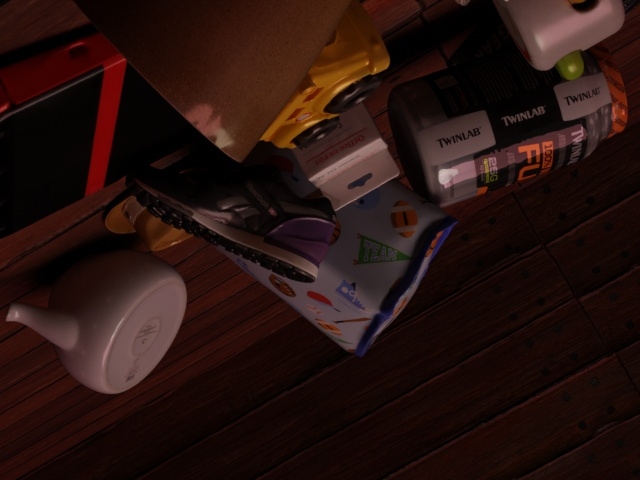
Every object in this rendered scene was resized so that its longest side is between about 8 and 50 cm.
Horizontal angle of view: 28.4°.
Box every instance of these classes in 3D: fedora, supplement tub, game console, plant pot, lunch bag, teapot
[{"bbox_3d":[-0.231,-0.038,1.916,0.194,0.079,0.194,-27,167,-7],"label":"fedora"},{"bbox_3d":[0.273,-0.181,1.855,0.316,0.194,0.193,-19,167,-6],"label":"supplement tub"},{"bbox_3d":[-0.276,-0.140,1.484,0.342,0.060,0.386,-30,170,-22],"label":"game console"},{"bbox_3d":[-0.069,-0.245,1.169,0.254,0.237,0.237,-45,166,4],"label":"plant pot"},{"bbox_3d":[0.000,0.000,1.927,0.239,0.328,0.385,-51,173,-20],"label":"lunch bag"},{"bbox_3d":[-0.348,0.108,2.040,0.252,0.187,0.256,-53,158,-20],"label":"teapot"}]

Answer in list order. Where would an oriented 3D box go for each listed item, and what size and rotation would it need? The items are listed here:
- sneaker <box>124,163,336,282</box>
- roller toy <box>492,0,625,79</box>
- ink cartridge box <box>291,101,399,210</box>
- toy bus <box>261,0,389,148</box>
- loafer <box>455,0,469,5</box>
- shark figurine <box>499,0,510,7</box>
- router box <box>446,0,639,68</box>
[{"bbox_3d":[-0.114,-0.055,1.671,0.124,0.283,0.107,-67,-166,-12],"label":"sneaker"},{"bbox_3d":[0.299,-0.332,1.630,0.146,0.191,0.209,-29,144,7],"label":"roller toy"},{"bbox_3d":[0.012,-0.152,1.703,0.115,0.198,0.067,-30,168,6],"label":"ink cartridge box"},{"bbox_3d":[-0.061,-0.181,1.477,0.211,0.149,0.220,-31,174,-39],"label":"toy bus"},{"bbox_3d":[0.181,-0.347,1.686,0.045,0.039,0.125,-63,167,2],"label":"loafer"},{"bbox_3d":[0.097,-0.342,1.289,0.166,0.278,0.116,48,63,-49],"label":"shark figurine"},{"bbox_3d":[0.370,-0.349,1.975,0.243,0.081,0.309,-21,166,-30],"label":"router box"}]
